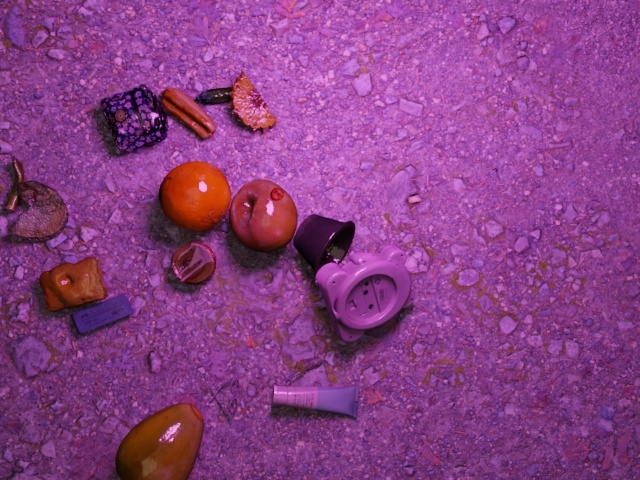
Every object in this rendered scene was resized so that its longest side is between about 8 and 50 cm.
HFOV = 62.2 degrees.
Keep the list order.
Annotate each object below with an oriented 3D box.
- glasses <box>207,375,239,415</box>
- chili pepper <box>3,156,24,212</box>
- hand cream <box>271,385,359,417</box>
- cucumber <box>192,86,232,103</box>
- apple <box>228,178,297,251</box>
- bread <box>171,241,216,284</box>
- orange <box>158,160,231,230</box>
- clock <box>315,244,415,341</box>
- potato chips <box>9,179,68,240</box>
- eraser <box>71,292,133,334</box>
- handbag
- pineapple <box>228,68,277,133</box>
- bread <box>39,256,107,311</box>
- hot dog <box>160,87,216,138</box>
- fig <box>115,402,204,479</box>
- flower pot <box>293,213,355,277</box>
[{"bbox_3d":[-0.351,0.552,1.905,0.103,0.062,0.140,1,86,21],"label":"glasses"},{"bbox_3d":[-1.103,-0.199,1.920,0.050,0.052,0.202,10,86,-26],"label":"chili pepper"},{"bbox_3d":[-0.016,0.563,1.903,0.312,0.070,0.111,8,85,-9],"label":"hand cream"},{"bbox_3d":[-0.355,-0.537,1.954,0.249,0.056,0.056,-6,87,-4],"label":"cucumber"},{"bbox_3d":[-0.198,-0.083,1.848,0.260,0.194,0.261,-16,60,31],"label":"apple"},{"bbox_3d":[-0.451,0.083,1.907,0.160,0.073,0.161,0,85,2],"label":"bread"},{"bbox_3d":[-0.433,-0.157,1.836,0.245,0.246,0.246,0,87,-1],"label":"orange"},{"bbox_3d":[0.165,0.176,1.843,0.322,0.113,0.296,-25,118,-13],"label":"clock"},{"bbox_3d":[-1.019,-0.108,1.907,0.201,0.029,0.220,-9,98,-14],"label":"potato chips"},{"bbox_3d":[-0.786,0.264,1.907,0.224,0.036,0.082,-21,89,-3],"label":"eraser"},{"bbox_3d":[-0.658,-0.438,1.898,0.207,0.127,0.229,-20,85,11],"label":"handbag"},{"bbox_3d":[-0.268,-0.483,1.913,0.135,0.079,0.233,-30,110,5],"label":"pineapple"},{"bbox_3d":[-0.874,0.157,1.889,0.232,0.088,0.161,-13,82,1],"label":"bread"},{"bbox_3d":[-0.481,-0.474,1.934,0.249,0.102,0.076,38,46,-1],"label":"hot dog"},{"bbox_3d":[-0.527,0.702,1.789,0.258,0.258,0.326,39,68,1],"label":"fig"},{"bbox_3d":[0.000,0.000,1.867,0.148,0.235,0.235,33,86,19],"label":"flower pot"}]
